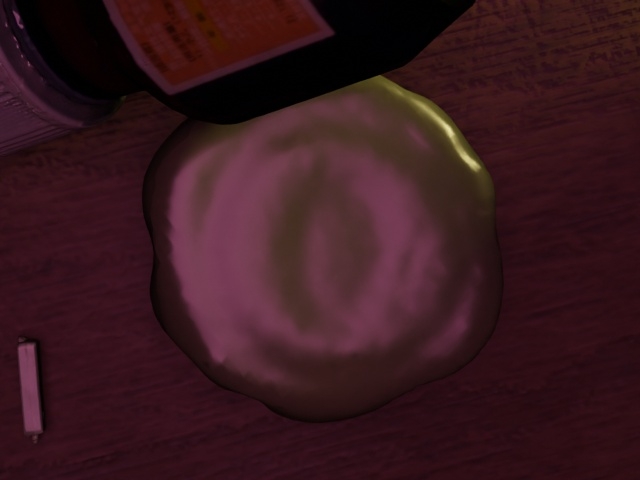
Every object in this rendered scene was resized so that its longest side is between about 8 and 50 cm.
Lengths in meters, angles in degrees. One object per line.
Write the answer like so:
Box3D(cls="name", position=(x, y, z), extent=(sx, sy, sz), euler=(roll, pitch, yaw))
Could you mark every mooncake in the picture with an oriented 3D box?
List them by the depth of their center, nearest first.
Box3D(cls="mooncake", position=(0.000, 0.000, 1.287), extent=(0.275, 0.135, 0.275), euler=(0, 91, -5))

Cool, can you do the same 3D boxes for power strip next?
Box3D(cls="power strip", position=(-0.220, 0.114, 1.335), extent=(0.017, 0.027, 0.083), euler=(-5, 93, -2))

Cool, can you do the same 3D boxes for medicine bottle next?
Box3D(cls="medicine bottle", position=(-0.113, -0.177, 1.175), extent=(0.395, 0.242, 0.242), euler=(-20, 92, 25))
